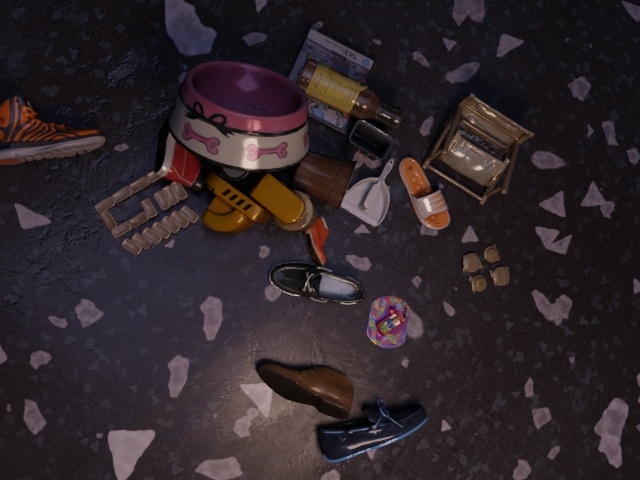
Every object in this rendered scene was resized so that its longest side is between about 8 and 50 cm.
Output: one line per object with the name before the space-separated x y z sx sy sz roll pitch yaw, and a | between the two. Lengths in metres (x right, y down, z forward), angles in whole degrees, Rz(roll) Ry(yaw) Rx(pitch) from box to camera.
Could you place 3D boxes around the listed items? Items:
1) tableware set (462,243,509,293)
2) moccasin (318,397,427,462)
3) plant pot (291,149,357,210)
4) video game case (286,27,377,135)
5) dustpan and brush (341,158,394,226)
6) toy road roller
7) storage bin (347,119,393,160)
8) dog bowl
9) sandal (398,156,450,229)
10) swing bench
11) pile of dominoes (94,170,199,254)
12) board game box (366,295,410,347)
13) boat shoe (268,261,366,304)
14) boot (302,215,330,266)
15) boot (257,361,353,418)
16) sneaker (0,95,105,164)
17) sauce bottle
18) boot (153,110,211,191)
tableware set | 0.555 0.097 1.912 0.169 0.020 0.141 -17 90 -14
moccasin | 0.159 0.560 1.725 0.342 0.138 0.116 -18 84 -14
plant pot | 0.008 -0.197 1.757 0.165 0.167 0.166 21 81 -2
video game case | 0.022 -0.514 1.848 0.248 0.035 0.274 25 80 -9
dustpan and brush | 0.177 -0.169 1.834 0.147 0.060 0.211 31 79 -8
toy road roller | -0.195 -0.095 1.674 0.330 0.202 0.240 36 92 6
storage bin | 0.149 -0.306 1.826 0.135 0.091 0.098 29 79 -7
dog bowl | -0.214 -0.365 1.602 0.408 0.408 0.150 11 127 -8
sandal | 0.340 -0.155 1.860 0.102 0.076 0.265 -31 92 -13
swing bench | 0.516 -0.300 1.872 0.253 0.165 0.254 31 74 -7
pile of dominoes | -0.512 -0.085 1.705 0.251 0.040 0.196 -31 92 -5
board game box | 0.222 0.260 1.818 0.133 0.033 0.168 14 82 -11
boat shoe | -0.007 0.130 1.750 0.303 0.091 0.114 9 86 -10
boot | 0.000 0.000 1.785 0.085 0.059 0.157 -18 88 -18
boot | -0.042 0.429 1.731 0.305 0.112 0.115 25 49 -4
sneaker | -0.786 -0.327 1.612 0.321 0.124 0.180 -10 88 -13
sauce bottle | 0.094 -0.450 1.786 0.345 0.111 0.111 24 80 -11
boot | -0.399 -0.270 1.721 0.176 0.088 0.244 24 57 -38
